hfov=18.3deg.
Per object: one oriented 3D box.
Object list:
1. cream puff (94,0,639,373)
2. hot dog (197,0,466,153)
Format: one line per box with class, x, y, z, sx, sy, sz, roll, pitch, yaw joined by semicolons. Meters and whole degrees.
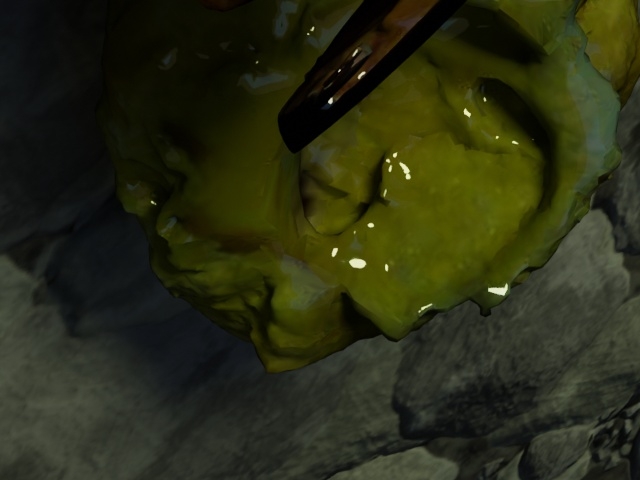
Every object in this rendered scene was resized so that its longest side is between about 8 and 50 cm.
cream puff;0.035;-0.063;0.842;0.282;0.185;0.282;-32;146;-25
hot dog;0.038;-0.142;0.466;0.326;0.107;0.194;-45;180;41
